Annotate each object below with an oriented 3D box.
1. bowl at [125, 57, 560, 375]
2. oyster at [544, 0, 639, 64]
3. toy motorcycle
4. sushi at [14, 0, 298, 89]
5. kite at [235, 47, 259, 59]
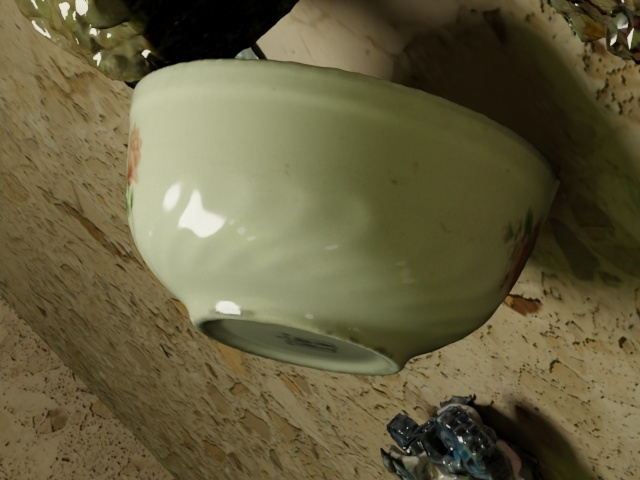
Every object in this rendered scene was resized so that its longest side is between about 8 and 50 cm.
[{"bbox_3d":[0.000,0.000,1.079,0.277,0.145,0.277,14,166,4],"label":"bowl"},{"bbox_3d":[0.094,-0.182,0.810,0.198,0.092,0.259,40,162,32],"label":"oyster"},{"bbox_3d":[0.146,0.225,1.451,0.204,0.108,0.239,53,-177,0],"label":"toy motorcycle"},{"bbox_3d":[-0.147,-0.249,1.056,0.211,0.171,0.350,24,148,52],"label":"sushi"},{"bbox_3d":[-0.068,-0.126,1.360,0.310,0.015,0.169,54,160,-11],"label":"kite"}]
